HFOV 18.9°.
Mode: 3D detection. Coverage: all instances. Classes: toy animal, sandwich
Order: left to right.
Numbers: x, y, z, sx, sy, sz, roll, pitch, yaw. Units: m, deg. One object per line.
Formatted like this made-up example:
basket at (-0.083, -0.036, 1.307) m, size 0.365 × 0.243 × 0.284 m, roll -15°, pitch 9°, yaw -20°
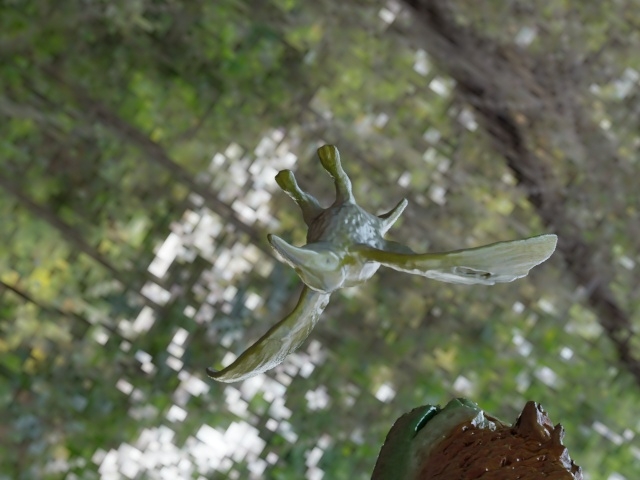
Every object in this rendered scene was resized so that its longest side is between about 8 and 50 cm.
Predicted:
toy animal at (0.000, 0.000, 1.068) m, size 0.219 × 0.155 × 0.095 m, roll -27°, pitch -124°, yaw 19°
sandwich at (0.111, 0.222, 1.460) m, size 0.250 × 0.162 × 0.301 m, roll -66°, pitch -164°, yaw -16°
